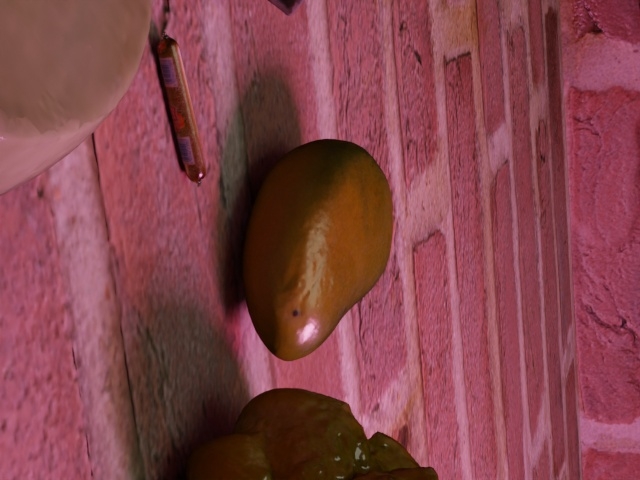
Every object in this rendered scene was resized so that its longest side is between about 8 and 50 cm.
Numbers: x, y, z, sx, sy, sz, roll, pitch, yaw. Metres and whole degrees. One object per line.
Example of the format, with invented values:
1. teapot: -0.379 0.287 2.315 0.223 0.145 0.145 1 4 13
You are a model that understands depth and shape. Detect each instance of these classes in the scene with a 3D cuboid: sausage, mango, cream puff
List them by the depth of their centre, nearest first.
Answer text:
1. sausage: -0.084 -0.079 0.717 0.015 0.015 0.100 -58 142 -57
2. cream puff: 0.004 0.202 0.726 0.195 0.195 0.221 28 60 -68
3. mango: 0.000 -0.004 0.846 0.191 0.086 0.122 -57 144 -59

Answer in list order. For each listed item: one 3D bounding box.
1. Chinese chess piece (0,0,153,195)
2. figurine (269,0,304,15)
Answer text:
1. Chinese chess piece: -0.149 -0.125 0.338 0.250 0.101 0.250 -16 90 -70
2. figurine: 0.019 -0.318 0.797 0.342 0.167 0.285 98 16 -47
